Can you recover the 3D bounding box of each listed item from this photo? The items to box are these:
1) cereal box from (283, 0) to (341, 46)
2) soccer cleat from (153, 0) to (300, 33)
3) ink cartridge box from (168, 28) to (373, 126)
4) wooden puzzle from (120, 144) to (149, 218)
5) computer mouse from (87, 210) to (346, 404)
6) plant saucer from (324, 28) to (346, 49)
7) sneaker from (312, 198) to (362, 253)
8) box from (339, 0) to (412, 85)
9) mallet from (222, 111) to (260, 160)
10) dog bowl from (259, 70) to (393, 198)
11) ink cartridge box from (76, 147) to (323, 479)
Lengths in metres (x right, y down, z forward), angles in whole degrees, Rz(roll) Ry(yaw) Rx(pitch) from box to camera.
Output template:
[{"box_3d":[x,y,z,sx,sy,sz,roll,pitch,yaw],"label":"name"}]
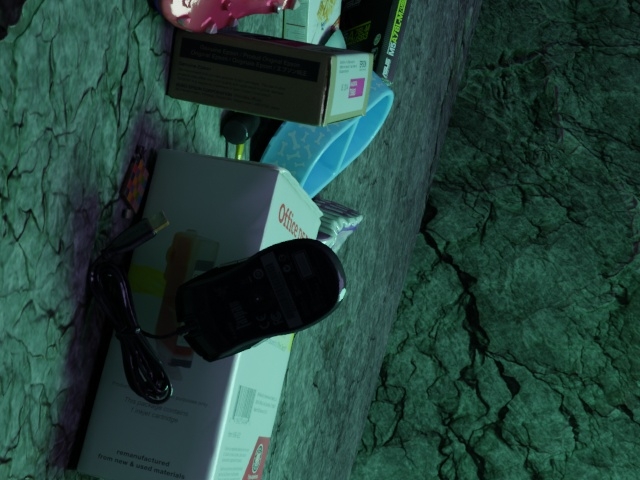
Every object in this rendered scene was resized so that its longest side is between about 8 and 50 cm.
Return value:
[{"box_3d":[-0.007,-0.397,1.796,0.173,0.047,0.240,-57,155,-55],"label":"cereal box"},{"box_3d":[-0.116,-0.297,1.352,0.248,0.095,0.083,-23,139,-49],"label":"soccer cleat"},{"box_3d":[-0.053,-0.204,1.435,0.235,0.193,0.088,-32,132,-73],"label":"ink cartridge box"},{"box_3d":[-0.207,-0.063,1.306,0.049,0.006,0.083,73,30,-64],"label":"wooden puzzle"},{"box_3d":[-0.114,0.041,1.251,0.184,0.262,0.060,62,5,-1],"label":"computer mouse"},{"box_3d":[0.004,-0.244,1.876,0.195,0.037,0.195,-64,177,0],"label":"plant saucer"},{"box_3d":[0.000,0.000,2.089,0.236,0.095,0.104,-41,147,-62],"label":"sneaker"},{"box_3d":[0.080,-0.341,1.995,0.191,0.045,0.184,-4,-108,62],"label":"box"},{"box_3d":[-0.120,-0.088,1.612,0.062,0.039,0.189,-49,152,-68],"label":"mallet"},{"box_3d":[0.014,-0.164,1.813,0.297,0.074,0.166,-45,164,-41],"label":"dog bowl"},{"box_3d":[-0.133,0.111,1.422,0.279,0.160,0.384,51,52,-75],"label":"ink cartridge box"}]
